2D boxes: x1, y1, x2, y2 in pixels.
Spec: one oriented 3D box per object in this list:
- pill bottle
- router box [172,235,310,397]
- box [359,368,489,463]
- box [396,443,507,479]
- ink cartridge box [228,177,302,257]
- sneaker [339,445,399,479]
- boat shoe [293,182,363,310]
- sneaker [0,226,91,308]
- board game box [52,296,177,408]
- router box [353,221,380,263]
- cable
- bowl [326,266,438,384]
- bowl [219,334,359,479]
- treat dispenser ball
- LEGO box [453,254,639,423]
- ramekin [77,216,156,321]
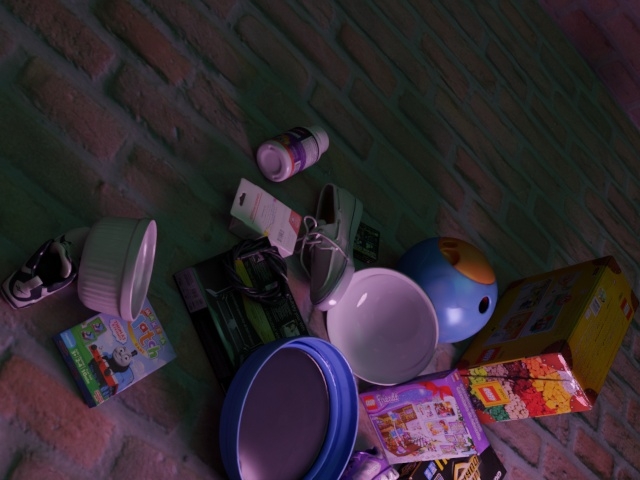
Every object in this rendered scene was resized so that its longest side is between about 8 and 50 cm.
[{"bbox_3d":[-0.066,-0.232,2.080,0.193,0.108,0.108,-33,98,-45],"label":"pill bottle"},{"bbox_3d":[-0.168,0.171,1.849,0.243,0.081,0.309,-23,90,-45],"label":"router box"},{"bbox_3d":[0.250,0.437,1.987,0.057,0.293,0.201,-26,93,-45],"label":"box"},{"bbox_3d":[0.351,0.631,2.164,0.322,0.079,0.257,-41,101,-44],"label":"box"},{"bbox_3d":[-0.147,-0.052,1.964,0.198,0.067,0.115,35,53,-30],"label":"ink cartridge box"},{"bbox_3d":[0.085,0.562,1.938,0.236,0.095,0.104,-11,75,-50],"label":"sneaker"},{"bbox_3d":[0.006,-0.004,2.043,0.156,0.136,0.367,37,50,-28],"label":"boat shoe"},{"bbox_3d":[-0.488,0.035,1.551,0.235,0.153,0.094,-36,100,-45],"label":"sneaker"},{"bbox_3d":[-0.411,0.216,1.636,0.211,0.039,0.160,-30,95,-46],"label":"board game box"},{"bbox_3d":[0.106,0.001,2.200,0.122,0.038,0.092,26,58,-34],"label":"router box"},{"bbox_3d":[-0.141,0.066,1.823,0.184,0.047,0.150,24,58,-34],"label":"cable"},{"bbox_3d":[0.175,0.204,2.039,0.134,0.298,0.298,-13,83,-62],"label":"bowl"},{"bbox_3d":[-0.066,0.403,1.791,0.391,0.077,0.391,-2,93,-47],"label":"bowl"},{"bbox_3d":[0.333,0.132,2.188,0.288,0.288,0.288,17,63,-38],"label":"treat dispenser ball"},{"bbox_3d":[0.666,0.288,2.379,0.193,0.372,0.500,57,46,-11],"label":"LEGO box"},{"bbox_3d":[-0.399,0.049,1.585,0.109,0.207,0.207,10,63,-3],"label":"ramekin"}]
